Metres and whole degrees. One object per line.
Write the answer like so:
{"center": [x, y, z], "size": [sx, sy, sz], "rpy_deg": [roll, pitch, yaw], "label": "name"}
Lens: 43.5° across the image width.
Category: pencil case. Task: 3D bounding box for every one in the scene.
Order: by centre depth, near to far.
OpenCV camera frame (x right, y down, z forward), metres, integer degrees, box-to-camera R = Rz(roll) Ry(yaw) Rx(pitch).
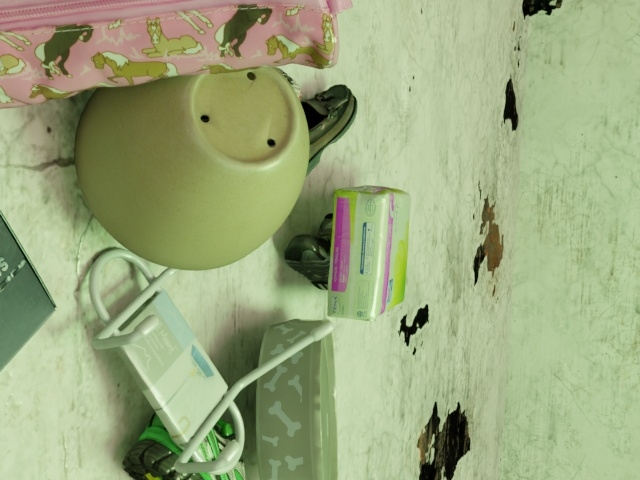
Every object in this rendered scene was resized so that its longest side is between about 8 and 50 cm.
{"center": [-0.171, -0.219, 0.773], "size": [0.160, 0.386, 0.167], "rpy_deg": [92, -14, -51], "label": "pencil case"}

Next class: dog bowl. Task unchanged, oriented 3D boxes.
{"center": [-0.032, 0.290, 1.308], "size": [0.349, 0.102, 0.348], "rpy_deg": [-2, 90, -85], "label": "dog bowl"}

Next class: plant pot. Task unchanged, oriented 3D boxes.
{"center": [-0.124, -0.120, 0.940], "size": [0.284, 0.191, 0.284], "rpy_deg": [7, 75, -27], "label": "plant pot"}

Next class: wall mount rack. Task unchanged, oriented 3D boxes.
{"center": [-0.137, 0.128, 1.075], "size": [0.350, 0.131, 0.304], "rpy_deg": [62, 37, -18], "label": "wall mount rack"}

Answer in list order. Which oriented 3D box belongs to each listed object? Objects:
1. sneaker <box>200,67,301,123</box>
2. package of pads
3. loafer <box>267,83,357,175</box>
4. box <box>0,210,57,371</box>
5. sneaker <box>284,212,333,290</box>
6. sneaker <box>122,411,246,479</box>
{"center": [-0.125, -0.195, 1.150], "size": [0.112, 0.121, 0.299], "rpy_deg": [58, 34, -14], "label": "sneaker"}
{"center": [0.092, 0.013, 1.460], "size": [0.296, 0.101, 0.229], "rpy_deg": [-7, 101, -75], "label": "package of pads"}
{"center": [-0.016, -0.199, 1.374], "size": [0.267, 0.096, 0.084], "rpy_deg": [-57, 136, -37], "label": "loafer"}
{"center": [-0.382, 0.076, 0.779], "size": [0.232, 0.059, 0.183], "rpy_deg": [-56, 142, -42], "label": "box"}
{"center": [0.000, 0.000, 1.465], "size": [0.228, 0.086, 0.132], "rpy_deg": [56, 42, -64], "label": "sneaker"}
{"center": [-0.148, 0.353, 1.191], "size": [0.146, 0.134, 0.343], "rpy_deg": [-63, 145, -35], "label": "sneaker"}
